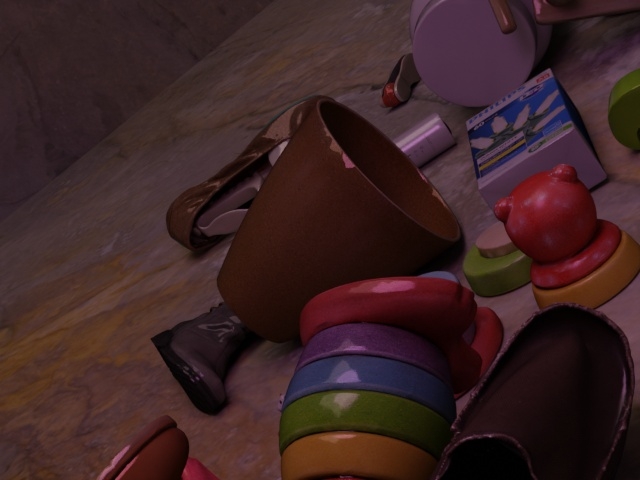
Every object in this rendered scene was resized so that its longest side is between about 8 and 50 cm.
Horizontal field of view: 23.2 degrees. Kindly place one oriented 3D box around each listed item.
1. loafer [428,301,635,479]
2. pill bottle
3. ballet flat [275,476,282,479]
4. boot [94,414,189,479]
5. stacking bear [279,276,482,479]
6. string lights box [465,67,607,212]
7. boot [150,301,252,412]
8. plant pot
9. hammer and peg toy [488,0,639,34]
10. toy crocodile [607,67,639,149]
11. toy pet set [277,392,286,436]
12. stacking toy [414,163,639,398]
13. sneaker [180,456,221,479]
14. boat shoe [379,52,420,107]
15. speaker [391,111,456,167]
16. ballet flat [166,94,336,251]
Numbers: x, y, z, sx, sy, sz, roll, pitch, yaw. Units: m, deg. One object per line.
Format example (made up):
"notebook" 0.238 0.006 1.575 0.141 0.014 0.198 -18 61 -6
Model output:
"loafer" 0.156 0.181 1.193 0.366 0.134 0.130 -59 -11 -33
"pill bottle" 0.242 -0.344 2.307 0.210 0.210 0.363 -28 19 22
"ballet flat" 0.006 0.238 1.460 0.248 0.086 0.086 -28 17 -5
"boot" -0.108 0.296 1.261 0.109 0.220 0.283 94 -160 -55
"stacking bear" 0.042 0.196 1.314 0.164 0.175 0.289 2 57 10
"string lights box" 0.257 -0.111 1.897 0.133 0.076 0.259 -33 18 13
"boot" -0.122 0.124 1.997 0.161 0.083 0.246 -32 18 -8
"plant pot" 0.000 0.000 1.899 0.254 0.237 0.237 -46 15 16
"hammer and peg toy" 0.344 -0.416 2.103 0.361 0.265 0.127 -10 -6 7
"toy crocodile" 0.474 -0.215 1.753 0.341 0.105 0.115 -28 18 9
"toy pet set" 0.001 0.162 1.684 0.114 0.065 0.122 -42 19 -20
"stacking toy" 0.153 0.026 1.651 0.309 0.130 0.279 -35 18 1
"sneaker" -0.158 0.321 1.452 0.116 0.136 0.314 -27 20 27
"boat shoe" 0.131 -0.264 2.577 0.043 0.049 0.137 -26 24 34
"speaker" 0.124 -0.125 2.214 0.136 0.055 0.055 -34 18 6
"ballet flat" -0.097 -0.093 2.480 0.342 0.116 0.124 -34 38 5
